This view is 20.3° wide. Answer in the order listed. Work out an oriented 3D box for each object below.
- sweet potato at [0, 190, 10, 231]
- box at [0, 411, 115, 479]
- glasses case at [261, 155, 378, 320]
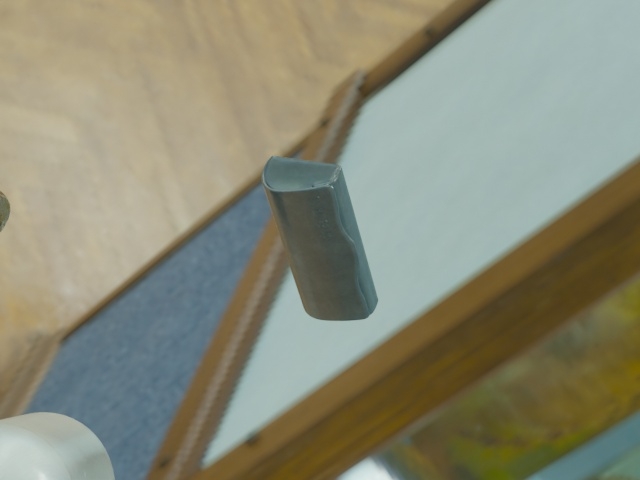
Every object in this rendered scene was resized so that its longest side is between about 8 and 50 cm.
[{"bbox_3d":[-0.276,-0.029,1.458,0.044,0.044,0.179,54,-12,2],"label":"sweet potato"},{"bbox_3d":[-0.260,0.299,1.569,0.349,0.141,0.289,36,52,-86],"label":"box"},{"bbox_3d":[0.001,0.001,1.577,0.191,0.072,0.042,73,27,-49],"label":"glasses case"}]
